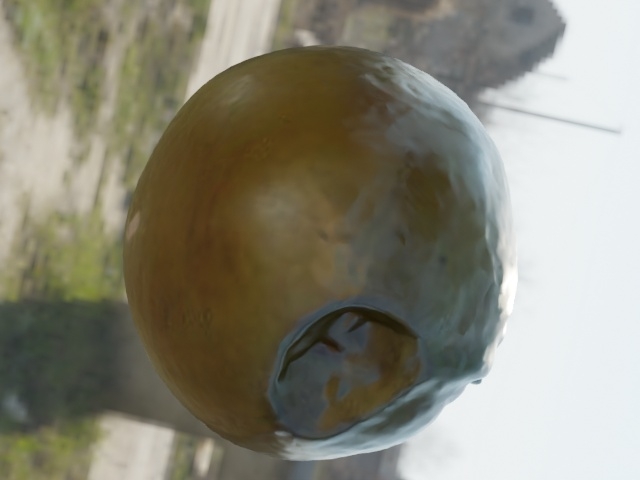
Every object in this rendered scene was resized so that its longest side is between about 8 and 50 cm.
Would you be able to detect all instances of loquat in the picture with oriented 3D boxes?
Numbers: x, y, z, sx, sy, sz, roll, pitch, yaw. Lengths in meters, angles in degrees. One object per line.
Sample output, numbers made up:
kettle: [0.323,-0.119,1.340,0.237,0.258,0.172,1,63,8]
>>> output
loquat: [0.000,0.000,0.850,0.227,0.179,0.179,-101,-160,-63]
